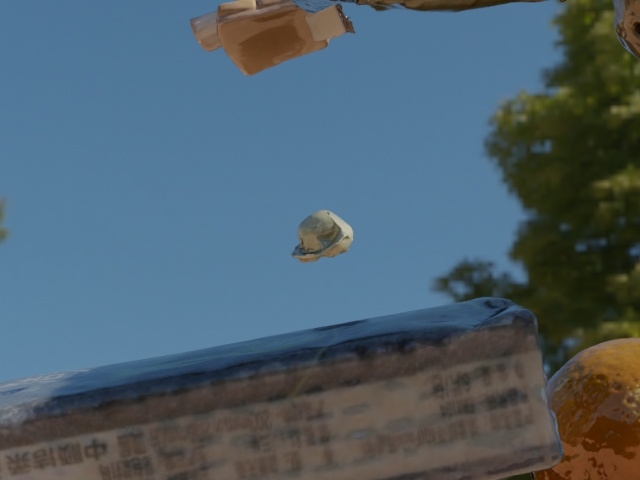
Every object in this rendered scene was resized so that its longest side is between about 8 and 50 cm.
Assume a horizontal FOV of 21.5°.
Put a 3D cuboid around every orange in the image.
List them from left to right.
[{"bbox_3d":[0.291,0.183,1.475,0.219,0.193,0.219,6,-20,2],"label":"orange"}]

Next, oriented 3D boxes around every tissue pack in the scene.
[{"bbox_3d":[-0.041,0.129,1.188,0.394,0.124,0.288,-10,-2,2],"label":"tissue pack"}]

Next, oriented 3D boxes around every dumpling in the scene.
[{"bbox_3d":[0.002,0.002,1.652,0.057,0.076,0.052,-52,-43,7],"label":"dumpling"}]

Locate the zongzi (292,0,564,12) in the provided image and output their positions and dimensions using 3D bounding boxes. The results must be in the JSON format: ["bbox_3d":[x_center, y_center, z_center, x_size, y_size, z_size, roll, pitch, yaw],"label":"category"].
[{"bbox_3d":[0.018,-0.267,0.848,0.160,0.323,0.360,-4,5,-10],"label":"zongzi"}]

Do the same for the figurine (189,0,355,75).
[{"bbox_3d":[-0.050,-0.279,1.528,0.141,0.236,0.162,-9,-18,12],"label":"figurine"}]

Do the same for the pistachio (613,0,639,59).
[{"bbox_3d":[0.400,-0.236,1.742,0.206,0.131,0.129,8,-38,2],"label":"pistachio"}]
